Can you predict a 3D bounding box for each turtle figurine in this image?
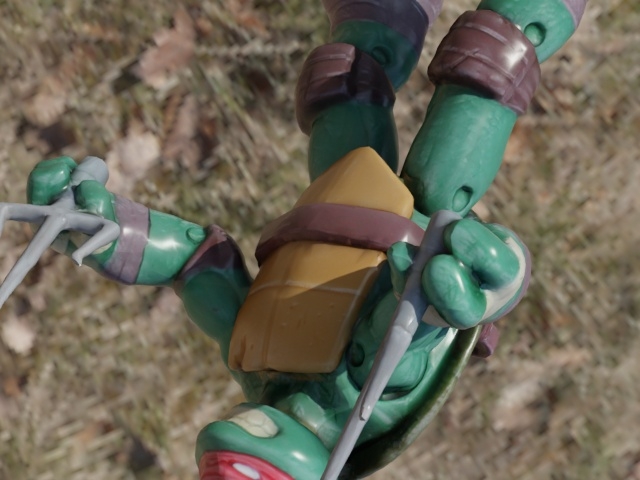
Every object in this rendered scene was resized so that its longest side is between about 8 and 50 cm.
[{"bbox_3d":[0.000,0.000,0.540,0.118,0.175,0.234,56,48,-44],"label":"turtle figurine"}]
